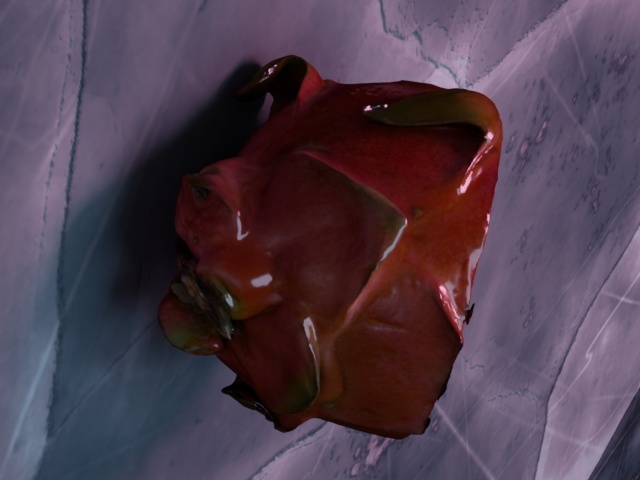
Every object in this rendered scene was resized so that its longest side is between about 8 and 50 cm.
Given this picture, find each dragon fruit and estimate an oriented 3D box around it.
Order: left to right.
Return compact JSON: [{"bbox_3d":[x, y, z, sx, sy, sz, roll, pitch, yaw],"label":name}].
[{"bbox_3d":[0.000,0.000,1.436,0.305,0.226,0.305,-166,-90,-87],"label":"dragon fruit"}]
